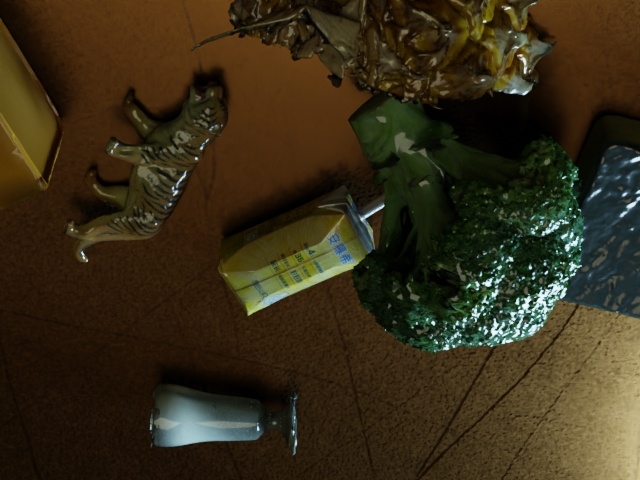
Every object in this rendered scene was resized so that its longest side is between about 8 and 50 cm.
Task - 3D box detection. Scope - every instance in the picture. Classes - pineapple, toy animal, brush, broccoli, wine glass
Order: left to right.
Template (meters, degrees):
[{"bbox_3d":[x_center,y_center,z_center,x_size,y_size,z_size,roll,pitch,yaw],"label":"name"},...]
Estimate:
[{"bbox_3d":[-0.174,-0.064,1.663,0.099,0.057,0.241,24,117,-12],"label":"toy animal"},{"bbox_3d":[-0.102,0.191,1.800,0.155,0.072,0.072,3,120,-2],"label":"wine glass"},{"bbox_3d":[0.070,-0.216,1.513,0.334,0.158,0.161,15,119,-7],"label":"pineapple"},{"bbox_3d":[0.132,-0.028,1.580,0.270,0.270,0.270,-34,92,19],"label":"broccoli"},{"bbox_3d":[0.305,-0.020,1.679,0.123,0.059,0.197,12,119,-8],"label":"brush"}]

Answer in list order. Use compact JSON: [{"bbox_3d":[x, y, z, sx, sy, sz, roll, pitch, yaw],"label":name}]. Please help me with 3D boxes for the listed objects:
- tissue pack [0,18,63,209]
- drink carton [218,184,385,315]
[{"bbox_3d":[-0.413,-0.103,1.596,0.274,0.145,0.194,-22,119,12],"label":"tissue pack"},{"bbox_3d":[0.000,0.000,1.688,0.200,0.074,0.084,-24,117,15],"label":"drink carton"}]
